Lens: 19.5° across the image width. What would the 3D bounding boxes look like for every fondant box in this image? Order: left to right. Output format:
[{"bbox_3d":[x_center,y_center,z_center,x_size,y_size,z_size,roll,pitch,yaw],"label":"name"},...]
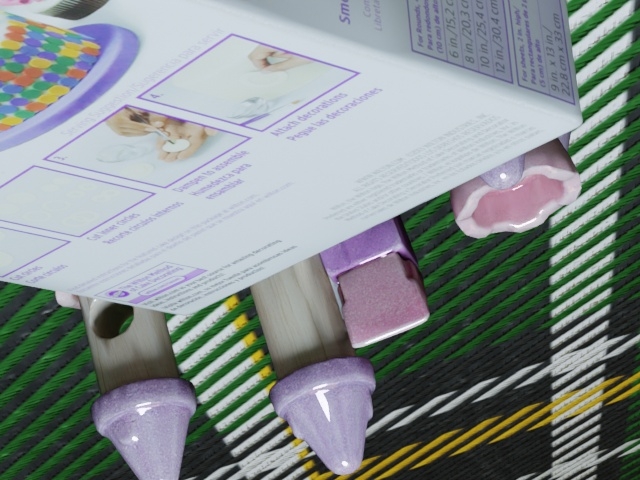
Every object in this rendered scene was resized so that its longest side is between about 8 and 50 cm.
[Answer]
[{"bbox_3d":[-0.111,-0.073,0.629,0.330,0.096,0.238,12,154,-38],"label":"fondant box"}]

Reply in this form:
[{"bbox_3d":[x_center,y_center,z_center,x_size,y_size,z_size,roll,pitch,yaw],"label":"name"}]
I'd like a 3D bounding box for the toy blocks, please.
[{"bbox_3d":[0.000,0.000,0.959,0.288,0.260,0.309,-22,157,8],"label":"toy blocks"}]
